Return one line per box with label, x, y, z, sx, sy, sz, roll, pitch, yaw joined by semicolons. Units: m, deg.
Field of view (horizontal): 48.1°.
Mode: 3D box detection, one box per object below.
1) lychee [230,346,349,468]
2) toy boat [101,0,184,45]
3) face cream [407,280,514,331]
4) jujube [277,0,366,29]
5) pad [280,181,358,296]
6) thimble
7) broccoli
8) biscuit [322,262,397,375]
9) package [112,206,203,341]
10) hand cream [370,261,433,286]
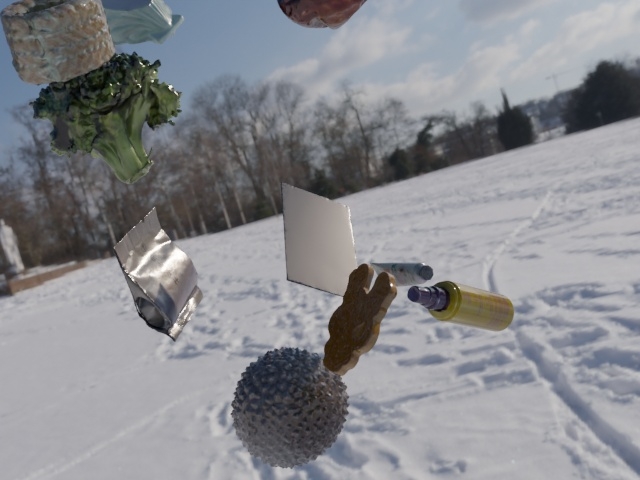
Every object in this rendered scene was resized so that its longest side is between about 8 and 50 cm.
lychee;-0.081;0.405;1.741;0.300;0.300;0.300;-17;1;0
toy boat;-0.492;-0.590;1.834;0.290;0.199;0.100;23;-23;22
face cream;0.264;0.122;1.367;0.273;0.078;0.078;15;-21;-42
jujube;0.054;-0.508;1.194;0.342;0.216;0.216;-51;-17;30
pad;0.000;0.000;1.667;0.202;0.300;0.005;19;-46;-27
thimble;-0.525;-0.412;1.424;0.196;0.148;0.229;0;32;19
broccoli;-0.504;-0.267;1.674;0.293;0.281;0.348;-32;-1;-39
biscuit;0.076;0.167;1.491;0.040;0.236;0.144;24;-2;-32
package;-0.358;0.078;1.590;0.062;0.251;0.204;-19;22;21
hand cream;0.198;0.083;1.776;0.050;0.080;0.234;-34;10;-24
